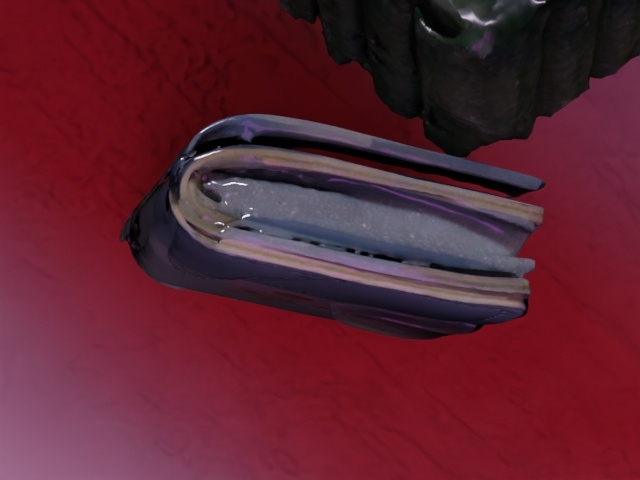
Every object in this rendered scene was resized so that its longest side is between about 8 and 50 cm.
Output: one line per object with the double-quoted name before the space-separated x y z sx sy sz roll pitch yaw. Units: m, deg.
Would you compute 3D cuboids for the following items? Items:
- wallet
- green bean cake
"wallet" 0.000 0.000 0.929 0.176 0.250 0.075 11 84 -9
"green bean cake" 0.080 -0.157 0.870 0.208 0.193 0.107 -36 149 -17
